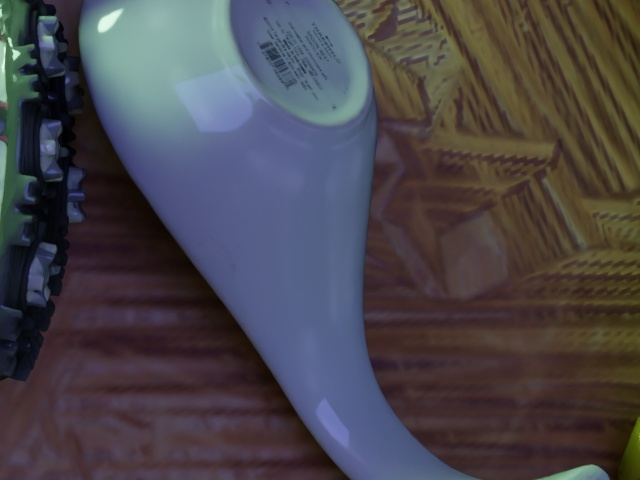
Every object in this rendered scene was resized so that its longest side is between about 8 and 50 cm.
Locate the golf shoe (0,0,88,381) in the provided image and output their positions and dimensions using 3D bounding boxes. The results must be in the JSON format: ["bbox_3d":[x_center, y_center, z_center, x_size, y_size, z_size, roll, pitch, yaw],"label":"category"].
[{"bbox_3d":[-0.148,-0.079,0.710,0.120,0.105,0.273,-5,77,-3],"label":"golf shoe"}]

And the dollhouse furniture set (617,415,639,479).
[{"bbox_3d":[0.227,0.241,0.793,0.286,0.198,0.303,26,39,-36],"label":"dollhouse furniture set"}]

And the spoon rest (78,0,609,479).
[{"bbox_3d":[0.000,0.000,0.744,0.137,0.084,0.276,-25,82,-48],"label":"spoon rest"}]
